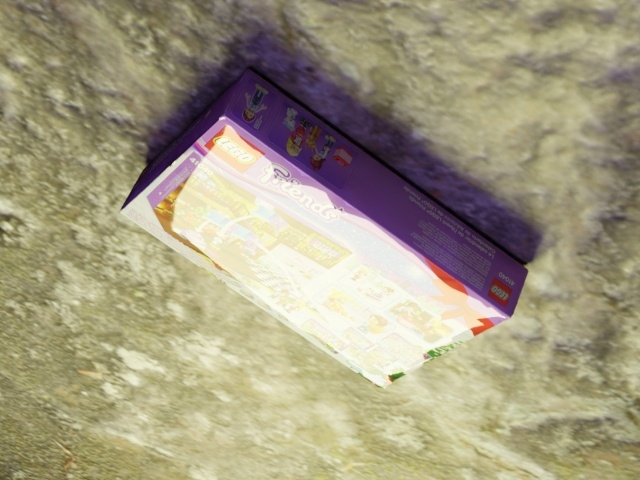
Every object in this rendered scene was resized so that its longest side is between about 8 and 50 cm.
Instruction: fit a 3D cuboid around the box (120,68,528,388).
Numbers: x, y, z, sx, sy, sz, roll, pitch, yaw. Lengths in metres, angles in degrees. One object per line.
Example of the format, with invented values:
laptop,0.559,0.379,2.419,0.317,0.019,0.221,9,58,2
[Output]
box,0.000,0.000,1.337,0.293,0.057,0.201,35,144,-15
